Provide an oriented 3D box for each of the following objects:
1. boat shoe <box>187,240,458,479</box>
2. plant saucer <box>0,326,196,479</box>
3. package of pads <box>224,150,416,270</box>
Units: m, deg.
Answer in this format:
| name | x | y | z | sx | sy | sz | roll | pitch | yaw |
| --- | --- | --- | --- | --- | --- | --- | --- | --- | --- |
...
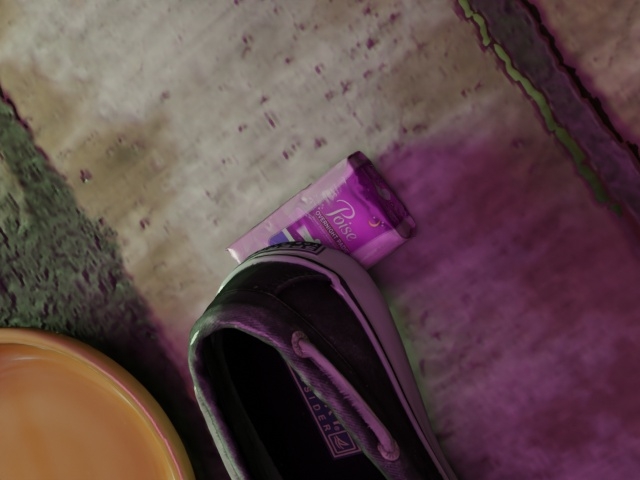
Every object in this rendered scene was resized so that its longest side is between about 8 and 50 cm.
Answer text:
| name | x | y | z | sx | sy | sz | roll | pitch | yaw |
| --- | --- | --- | --- | --- | --- | --- | --- | --- | --- |
| boat shoe | 0.033 | 0.150 | 0.471 | 0.113 | 0.105 | 0.306 | -17 | 103 | 20 |
| plant saucer | -0.154 | 0.142 | 0.578 | 0.200 | 0.037 | 0.199 | 3 | 100 | 18 |
| package of pads | 0.000 | 0.000 | 0.506 | 0.083 | 0.032 | 0.050 | -36 | 91 | 20 |
